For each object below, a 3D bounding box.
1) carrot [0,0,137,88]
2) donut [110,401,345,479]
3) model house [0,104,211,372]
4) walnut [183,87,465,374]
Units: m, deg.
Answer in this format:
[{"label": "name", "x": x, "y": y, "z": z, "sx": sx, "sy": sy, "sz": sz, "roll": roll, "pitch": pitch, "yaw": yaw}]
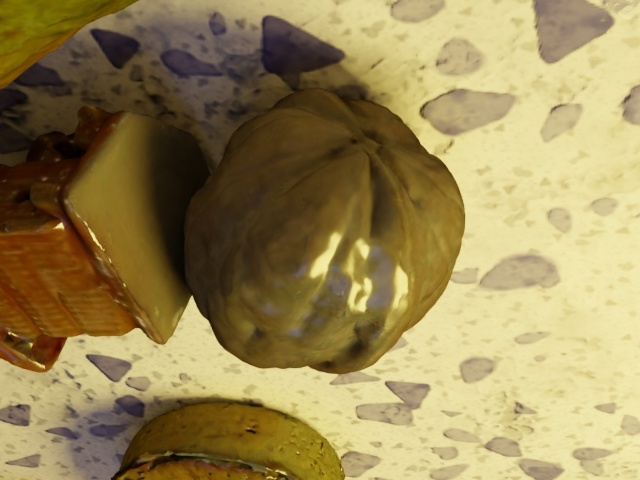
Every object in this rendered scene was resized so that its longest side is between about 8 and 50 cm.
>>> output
[{"label": "carrot", "x": -0.164, "y": -0.223, "z": 0.626, "sx": 0.340, "sy": 0.241, "sz": 0.241, "roll": -28, "pitch": 131, "yaw": 37}, {"label": "donut", "x": -0.095, "y": 0.268, "z": 1.347, "sx": 0.272, "sy": 0.107, "sz": 0.272, "roll": 6, "pitch": 138, "yaw": 5}, {"label": "model house", "x": -0.217, "y": -0.011, "z": 0.933, "sx": 0.229, "sy": 0.199, "sz": 0.220, "roll": -4, "pitch": 131, "yaw": 13}, {"label": "walnut", "x": 0.000, "y": 0.000, "z": 0.922, "sx": 0.224, "sy": 0.224, "sz": 0.224, "roll": 3, "pitch": 141, "yaw": 2}]
